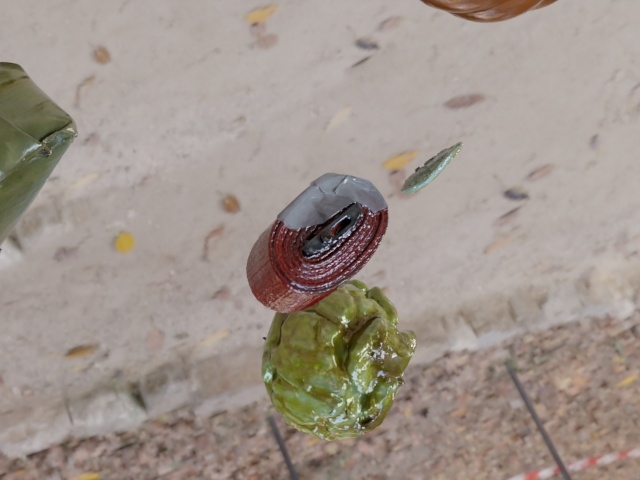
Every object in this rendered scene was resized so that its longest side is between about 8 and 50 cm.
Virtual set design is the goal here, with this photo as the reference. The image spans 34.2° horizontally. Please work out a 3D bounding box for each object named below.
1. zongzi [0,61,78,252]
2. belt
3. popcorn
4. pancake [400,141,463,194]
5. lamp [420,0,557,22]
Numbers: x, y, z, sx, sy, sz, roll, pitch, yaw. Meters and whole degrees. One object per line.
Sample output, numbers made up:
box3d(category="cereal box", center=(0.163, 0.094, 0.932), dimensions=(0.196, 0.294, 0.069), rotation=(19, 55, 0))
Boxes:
box3d(category="zongzi", center=(-0.282, 0.017, 0.638), dimensions=(0.228, 0.115, 0.256), rotation=(-40, -165, 34))
box3d(category="belt", center=(0.000, 0.000, 1.367), dimensions=(0.201, 0.128, 0.124), rotation=(-45, -178, -27))
box3d(category="popcorn", center=(0.027, 0.207, 1.761), dimensions=(0.282, 0.247, 0.282), rotation=(-51, 158, -30))
box3d(category="pancake", center=(0.183, -0.121, 1.687), dimensions=(0.129, 0.022, 0.116), rotation=(-45, -170, -35))
box3d(category="lamp", center=(0.141, -0.278, 0.801), dimensions=(0.223, 0.196, 0.223), rotation=(-25, 134, -29))
